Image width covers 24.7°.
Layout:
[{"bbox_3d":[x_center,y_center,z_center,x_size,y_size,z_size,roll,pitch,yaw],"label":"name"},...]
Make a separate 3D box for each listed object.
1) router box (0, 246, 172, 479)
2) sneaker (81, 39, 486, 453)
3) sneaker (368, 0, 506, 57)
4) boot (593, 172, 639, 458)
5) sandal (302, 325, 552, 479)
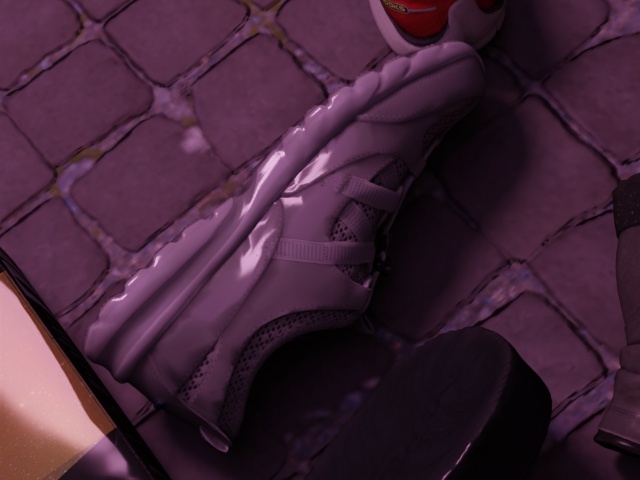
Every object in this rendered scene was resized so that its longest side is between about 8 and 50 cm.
[{"bbox_3d":[-0.247,0.170,0.802,0.309,0.081,0.243,-39,62,-6],"label":"router box"},{"bbox_3d":[0.000,0.000,0.831,0.281,0.105,0.115,-44,92,-11],"label":"sneaker"},{"bbox_3d":[0.044,-0.243,0.906,0.107,0.118,0.279,-25,61,1],"label":"sneaker"},{"bbox_3d":[0.248,0.032,0.713,0.246,0.083,0.161,-17,59,41],"label":"boot"},{"bbox_3d":[-0.063,0.204,0.689,0.107,0.167,0.446,44,69,-18],"label":"sandal"}]
